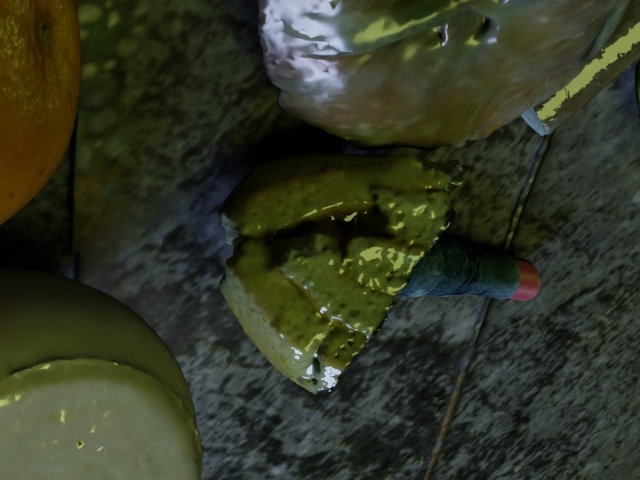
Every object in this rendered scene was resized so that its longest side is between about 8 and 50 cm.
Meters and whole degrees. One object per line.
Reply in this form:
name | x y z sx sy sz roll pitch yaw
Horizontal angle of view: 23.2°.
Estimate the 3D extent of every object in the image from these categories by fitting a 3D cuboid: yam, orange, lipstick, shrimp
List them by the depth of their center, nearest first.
orange | -0.162 -0.070 0.582 0.134 0.154 0.154 -8 153 16
shrimp | 0.058 -0.176 0.728 0.221 0.110 0.445 -26 151 -5
yam | 0.170 -0.122 0.943 0.132 0.054 0.054 -41 149 7
lipstick | 0.086 0.021 1.044 0.053 0.053 0.234 -50 149 18

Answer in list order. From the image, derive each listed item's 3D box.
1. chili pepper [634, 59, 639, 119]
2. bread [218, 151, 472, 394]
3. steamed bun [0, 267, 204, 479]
chili pepper | 0.262 -0.099 1.057 0.100 0.074 0.257 -40 153 -3
bread | 0.002 -0.005 0.880 0.156 0.110 0.103 -56 180 -16
steamed bun | -0.181 0.113 0.793 0.232 0.145 0.232 -22 130 -29
